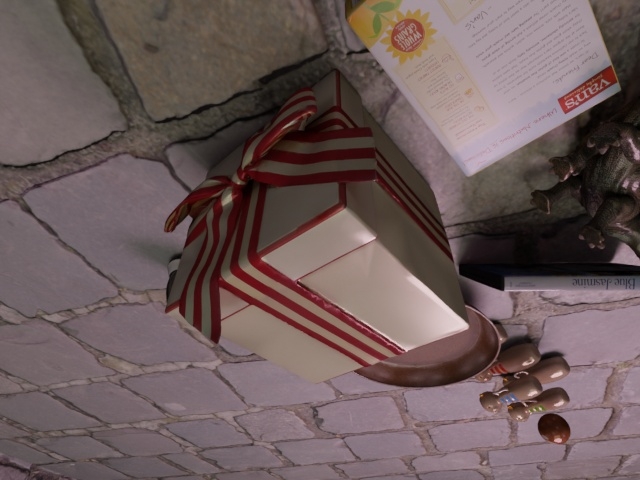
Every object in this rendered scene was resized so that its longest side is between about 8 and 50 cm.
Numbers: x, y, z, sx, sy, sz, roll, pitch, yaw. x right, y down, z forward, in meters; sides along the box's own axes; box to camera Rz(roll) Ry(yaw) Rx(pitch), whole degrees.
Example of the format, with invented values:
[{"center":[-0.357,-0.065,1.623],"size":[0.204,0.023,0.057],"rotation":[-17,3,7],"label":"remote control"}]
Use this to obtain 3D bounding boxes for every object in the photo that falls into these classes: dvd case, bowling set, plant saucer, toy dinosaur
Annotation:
[{"center":[0.350,0.050,0.595],"size":[0.252,0.022,0.180],"rotation":[-1,-179,2],"label":"dvd case"},{"center":[0.390,0.313,0.844],"size":[0.286,0.200,0.154],"rotation":[29,132,-22],"label":"bowling set"},{"center":[0.172,0.185,0.789],"size":[0.310,0.050,0.311],"rotation":[4,133,4],"label":"plant saucer"},{"center":[0.348,-0.095,0.475],"size":[0.160,0.121,0.314],"rotation":[-28,127,-15],"label":"toy dinosaur"}]

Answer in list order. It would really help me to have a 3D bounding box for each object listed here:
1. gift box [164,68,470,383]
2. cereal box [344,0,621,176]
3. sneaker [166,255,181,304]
[{"center":[0.000,0.000,0.456],"size":[0.255,0.277,0.258],"rotation":[-34,126,25],"label":"gift box"},{"center":[0.163,-0.188,0.408],"size":[0.172,0.047,0.240],"rotation":[-30,130,28],"label":"cereal box"},{"center":[-0.146,0.110,0.688],"size":[0.234,0.106,0.078],"rotation":[20,135,-20],"label":"sneaker"}]
